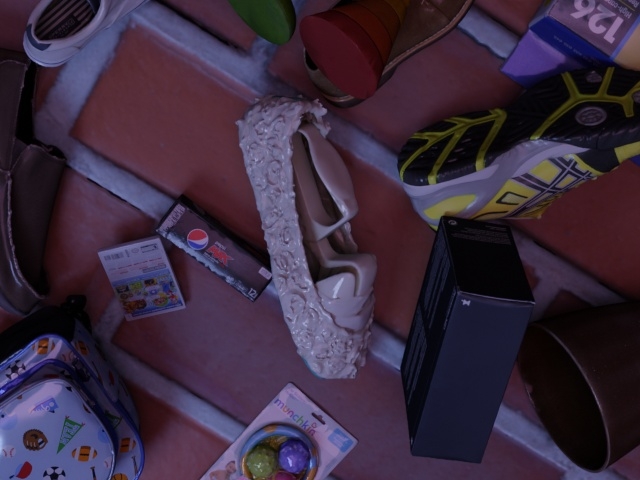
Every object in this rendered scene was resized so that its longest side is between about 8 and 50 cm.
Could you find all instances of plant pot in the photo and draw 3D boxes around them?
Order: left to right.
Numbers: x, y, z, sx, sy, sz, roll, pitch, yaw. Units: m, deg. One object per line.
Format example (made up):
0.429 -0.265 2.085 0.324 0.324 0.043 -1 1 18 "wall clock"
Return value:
0.424 0.170 1.385 0.230 0.215 0.215 -21 100 -13 "plant pot"

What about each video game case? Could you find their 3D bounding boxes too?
-0.243 0.053 1.391 0.087 0.011 0.122 -13 123 3 "video game case"

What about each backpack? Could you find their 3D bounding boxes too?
-0.361 0.256 1.347 0.276 0.213 0.263 -32 119 4 "backpack"

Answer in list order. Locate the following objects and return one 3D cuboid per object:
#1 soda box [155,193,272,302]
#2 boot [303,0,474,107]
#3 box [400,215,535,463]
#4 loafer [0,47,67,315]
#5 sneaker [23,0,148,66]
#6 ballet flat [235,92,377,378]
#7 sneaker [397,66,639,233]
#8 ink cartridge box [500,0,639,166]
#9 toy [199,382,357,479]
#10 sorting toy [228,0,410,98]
-0.141 0.010 1.390 0.169 0.060 0.053 38 98 -8 "soda box"
0.101 -0.306 1.309 0.305 0.115 0.112 -46 62 3 "boot"
0.183 0.129 1.322 0.103 0.184 0.261 9 121 -4 "box"
-0.398 -0.082 1.325 0.130 0.134 0.366 -9 100 -1 "loafer"
-0.272 -0.321 1.294 0.094 0.091 0.258 42 80 -12 "sneaker"
0.000 0.000 1.341 0.147 0.147 0.409 -18 99 0 "ballet flat"
0.300 -0.116 1.358 0.384 0.145 0.147 -14 133 10 "sneaker"
0.454 -0.277 1.368 0.303 0.072 0.307 32 94 -8 "ink cartridge box"
-0.073 0.338 1.450 0.137 0.056 0.237 42 95 -10 "toy"
-0.027 -0.318 1.259 0.126 0.127 0.365 -44 60 -15 "sorting toy"
